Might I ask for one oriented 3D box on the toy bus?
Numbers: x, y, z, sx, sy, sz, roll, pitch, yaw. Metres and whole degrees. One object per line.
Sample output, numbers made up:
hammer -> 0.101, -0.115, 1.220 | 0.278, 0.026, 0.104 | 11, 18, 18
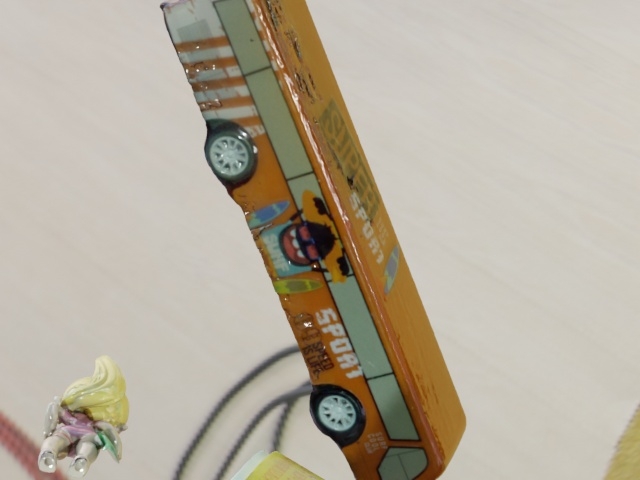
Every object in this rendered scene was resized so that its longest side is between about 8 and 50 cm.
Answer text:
toy bus -> 0.000, 0.000, 1.135 | 0.092, 0.093, 0.409 | -15, 106, 25

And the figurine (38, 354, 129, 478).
figurine -> -0.200, 0.157, 1.338 | 0.083, 0.187, 0.083 | 1, 101, 4

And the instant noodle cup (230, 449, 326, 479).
instant noodle cup -> 0.019, 0.241, 0.833 | 0.236, 0.215, 0.215 | 36, 109, 9
